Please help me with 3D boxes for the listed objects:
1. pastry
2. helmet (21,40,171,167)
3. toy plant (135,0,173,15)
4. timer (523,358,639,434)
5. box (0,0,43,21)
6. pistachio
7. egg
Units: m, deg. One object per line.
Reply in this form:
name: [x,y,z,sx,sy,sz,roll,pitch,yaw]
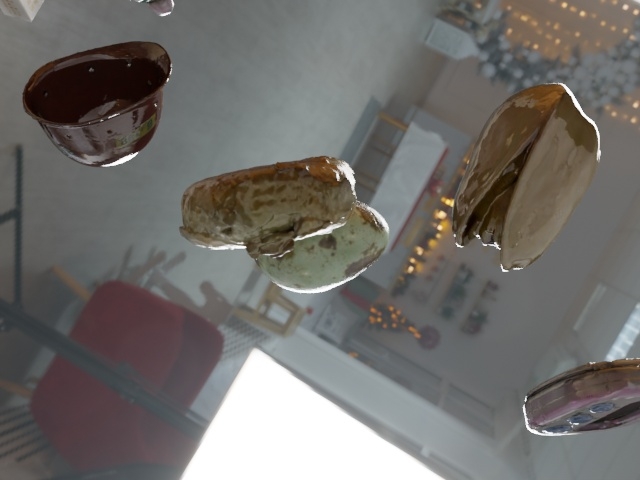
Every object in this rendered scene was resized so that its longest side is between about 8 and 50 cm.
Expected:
pastry: [-0.070,-0.045,1.174,0.236,0.257,0.120,-173,-109,-72]
helmet: [-0.245,-0.149,0.986,0.175,0.155,0.106,-50,149,-32]
toy plant: [-0.265,-0.390,1.019,0.112,0.232,0.243,-45,170,-15]
timer: [0.390,0.214,1.161,0.208,0.191,0.069,125,-38,-56]
box: [-0.550,-0.525,1.513,0.233,0.067,0.149,80,25,-65]
pistachio: [0.218,-0.070,0.909,0.206,0.130,0.131,-61,155,-12]
egg: [0.000,0.000,1.417,0.169,0.231,0.169,170,-90,-89]
